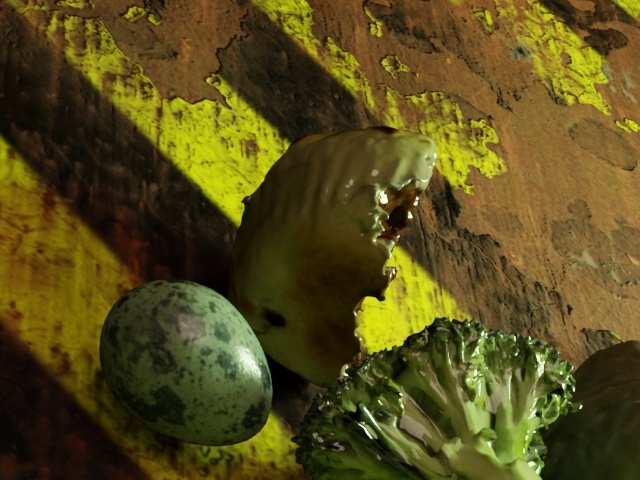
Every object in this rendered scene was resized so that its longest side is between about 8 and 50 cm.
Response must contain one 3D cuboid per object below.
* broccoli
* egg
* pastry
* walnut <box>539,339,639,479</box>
[{"bbox_3d":[0.166,0.223,1.657,0.361,0.221,0.252,34,18,30],"label":"broccoli"},{"bbox_3d":[-0.116,0.111,1.719,0.172,0.132,0.132,40,33,-6],"label":"egg"},{"bbox_3d":[0.003,-0.009,1.863,0.170,0.256,0.237,19,36,-5],"label":"pastry"},{"bbox_3d":[0.303,0.208,1.843,0.224,0.224,0.224,21,34,-15],"label":"walnut"}]
